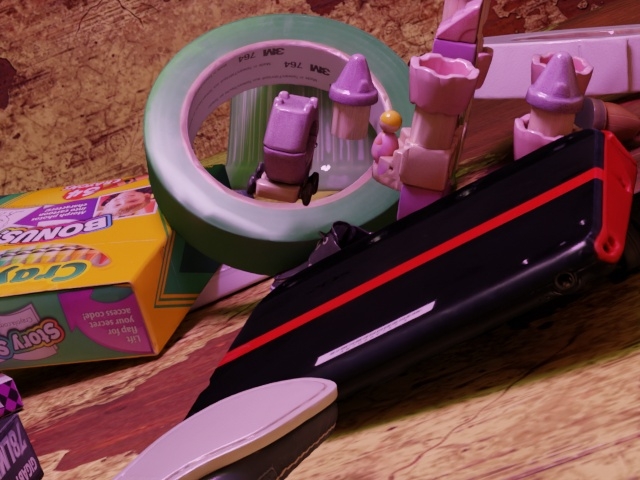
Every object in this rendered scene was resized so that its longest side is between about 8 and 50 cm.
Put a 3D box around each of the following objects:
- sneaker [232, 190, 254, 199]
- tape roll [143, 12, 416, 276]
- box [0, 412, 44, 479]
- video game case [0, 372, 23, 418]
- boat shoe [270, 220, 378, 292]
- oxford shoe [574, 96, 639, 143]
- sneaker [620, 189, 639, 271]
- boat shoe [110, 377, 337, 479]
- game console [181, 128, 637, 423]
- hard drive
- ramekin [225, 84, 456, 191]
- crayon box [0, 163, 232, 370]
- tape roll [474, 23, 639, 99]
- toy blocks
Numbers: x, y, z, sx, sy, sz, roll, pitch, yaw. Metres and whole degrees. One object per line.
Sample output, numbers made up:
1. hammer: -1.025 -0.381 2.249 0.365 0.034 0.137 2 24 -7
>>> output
1. sneaker: -0.228 -0.012 2.341 0.283 0.110 0.122 -21 27 19
2. tape roll: -0.038 -0.112 1.761 0.321 0.321 0.077 -24 -29 -17
3. box: -0.393 0.253 1.234 0.293 0.073 0.295 -20 9 6
4. video game case: -0.456 0.201 1.750 0.210 0.042 0.232 -23 9 -19
5. boat shoe: 0.033 0.014 1.611 0.228 0.076 0.080 -13 12 40
6. oxford shoe: 0.317 -0.128 1.865 0.076 0.076 0.212 7 1 -14
7. sneaker: 0.283 -0.021 1.331 0.089 0.051 0.170 -25 6 7
8. boat shoe: -0.078 0.170 0.986 0.095 0.079 0.254 -7 19 47
9. game console: 0.080 0.044 1.292 0.386 0.060 0.342 -28 12 20
10. hard drive: -0.064 0.009 1.967 0.307 0.040 0.203 -23 9 -13
11. ramekin: 0.022 -0.143 2.001 0.303 0.148 0.303 -1 4 0
12. crayon box: -0.313 0.035 1.841 0.363 0.106 0.313 -7 23 20
13. tape roll: 0.349 -0.233 1.998 0.392 0.072 0.392 -4 10 1
14. toy blocks: 0.117 -0.178 1.550 0.309 0.260 0.288 11 25 7
